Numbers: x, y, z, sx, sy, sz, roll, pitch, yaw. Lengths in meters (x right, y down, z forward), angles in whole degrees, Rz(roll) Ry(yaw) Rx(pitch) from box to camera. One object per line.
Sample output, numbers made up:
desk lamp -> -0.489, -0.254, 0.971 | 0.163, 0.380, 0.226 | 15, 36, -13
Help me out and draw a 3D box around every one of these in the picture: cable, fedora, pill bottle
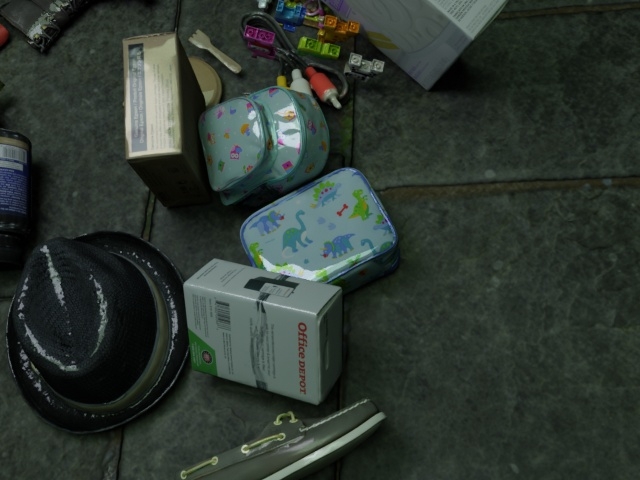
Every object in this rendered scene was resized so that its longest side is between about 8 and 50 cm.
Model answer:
cable -> -0.046, -0.308, 1.424 | 0.139, 0.072, 0.287 | -23, 65, -3
fedora -> -0.355, 0.111, 1.248 | 0.334, 0.152, 0.334 | -4, 65, 8
pill bottle -> -0.536, -0.064, 1.369 | 0.123, 0.123, 0.219 | -6, 78, 8

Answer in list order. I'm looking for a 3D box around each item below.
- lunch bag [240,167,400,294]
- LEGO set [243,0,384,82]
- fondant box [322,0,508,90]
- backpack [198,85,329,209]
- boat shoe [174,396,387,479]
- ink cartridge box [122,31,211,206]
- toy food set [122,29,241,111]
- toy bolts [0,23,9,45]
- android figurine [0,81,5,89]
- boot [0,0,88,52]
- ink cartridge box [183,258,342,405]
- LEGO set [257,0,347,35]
lunch bag -> 0.000, 0.000, 1.266 | 0.219, 0.090, 0.176 | -28, 64, -2
LEGO set -> -0.010, -0.324, 1.378 | 0.227, 0.093, 0.087 | 14, 75, -7
fondant box -> 0.100, -0.401, 1.287 | 0.330, 0.238, 0.096 | 41, 78, -1
backpack -> -0.087, -0.150, 1.287 | 0.188, 0.144, 0.165 | -20, 73, 26
boat shoe -> -0.057, 0.287, 1.136 | 0.305, 0.109, 0.091 | -30, 69, 1
ink cartridge box -> -0.233, -0.177, 1.293 | 0.088, 0.234, 0.193 | -7, 74, 2
toy food set -> -0.235, -0.262, 1.460 | 0.132, 0.038, 0.192 | 41, 78, 9
toy bolts -> -0.727, -0.406, 1.544 | 0.158, 0.218, 0.228 | 28, 54, 36
android figurine -> -0.685, -0.206, 1.453 | 0.248, 0.056, 0.273 | 40, 85, -11
boot -> -0.462, -0.445, 1.570 | 0.263, 0.091, 0.229 | 31, 80, 26
ink cartridge box -> -0.077, 0.125, 1.171 | 0.208, 0.153, 0.087 | 12, 30, 22
LEGO set -> 0.021, -0.441, 1.454 | 0.287, 0.107, 0.132 | -2, 66, 10
